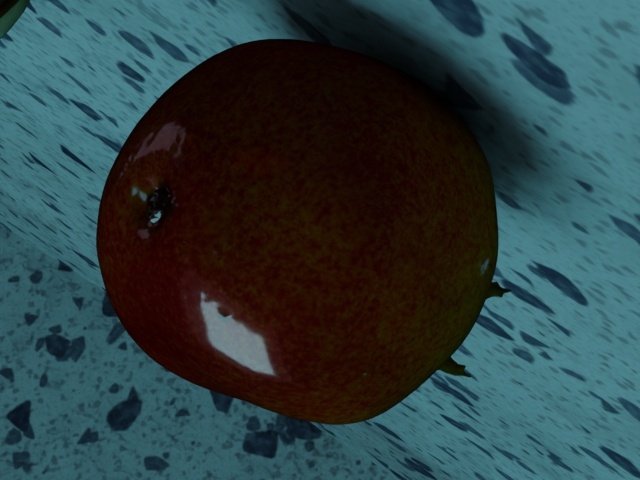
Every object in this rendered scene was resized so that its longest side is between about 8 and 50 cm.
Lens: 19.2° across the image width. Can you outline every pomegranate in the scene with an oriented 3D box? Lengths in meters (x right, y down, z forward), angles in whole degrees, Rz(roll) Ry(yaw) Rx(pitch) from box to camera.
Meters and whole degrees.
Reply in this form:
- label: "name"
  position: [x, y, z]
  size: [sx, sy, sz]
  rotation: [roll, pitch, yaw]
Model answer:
- label: "pomegranate"
  position: [0.000, 0.000, 1.066]
  size: [0.221, 0.221, 0.256]
  rotation: [25, 175, 45]

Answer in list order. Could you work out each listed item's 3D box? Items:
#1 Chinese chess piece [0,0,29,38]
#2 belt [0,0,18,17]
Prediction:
- label: "Chinese chess piece"
  position: [-0.313, -0.229, 1.316]
  size: [0.250, 0.101, 0.250]
  rotation: [34, 170, 7]
- label: "belt"
  position: [-0.179, -0.187, 0.845]
  size: [0.105, 0.184, 0.261]
  rotation: [35, 170, 6]
